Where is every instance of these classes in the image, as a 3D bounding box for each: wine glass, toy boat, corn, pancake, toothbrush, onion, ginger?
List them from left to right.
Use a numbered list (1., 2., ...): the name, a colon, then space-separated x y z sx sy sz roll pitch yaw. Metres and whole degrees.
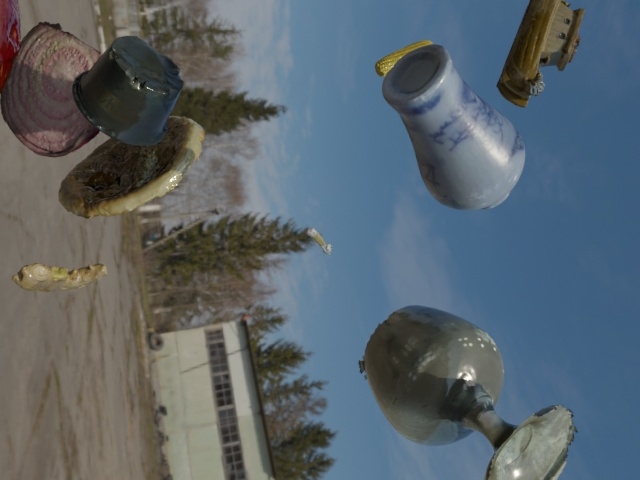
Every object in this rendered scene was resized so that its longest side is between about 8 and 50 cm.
1. ginger: -0.510 0.071 1.082 0.069 0.173 0.051 -49 -115 30
2. onion: -0.515 -0.291 1.134 0.248 0.250 0.111 -58 170 11
3. pancake: -0.417 -0.167 1.219 0.065 0.355 0.356 64 0 -42
4. toothbrush: 0.000 0.000 1.262 0.288 0.021 0.024 49 45 -77
5. corn: 0.261 -0.554 1.682 0.067 0.206 0.067 61 -10 19
6. wine glass: 0.221 0.258 0.905 0.323 0.237 0.238 40 -44 53
7. toy boat: 0.451 -0.412 1.087 0.089 0.121 0.321 53 59 -72

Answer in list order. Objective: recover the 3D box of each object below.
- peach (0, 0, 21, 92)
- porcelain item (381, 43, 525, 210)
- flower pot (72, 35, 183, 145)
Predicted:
1. peach: -0.523 -0.292 0.575 0.353 0.338 0.417 158 -91 -87
2. porcelain item: 0.178 -0.132 0.724 0.259 0.141 0.141 39 20 -43
3. flower pot: -0.291 -0.241 0.866 0.107 0.157 0.158 -43 -130 34
